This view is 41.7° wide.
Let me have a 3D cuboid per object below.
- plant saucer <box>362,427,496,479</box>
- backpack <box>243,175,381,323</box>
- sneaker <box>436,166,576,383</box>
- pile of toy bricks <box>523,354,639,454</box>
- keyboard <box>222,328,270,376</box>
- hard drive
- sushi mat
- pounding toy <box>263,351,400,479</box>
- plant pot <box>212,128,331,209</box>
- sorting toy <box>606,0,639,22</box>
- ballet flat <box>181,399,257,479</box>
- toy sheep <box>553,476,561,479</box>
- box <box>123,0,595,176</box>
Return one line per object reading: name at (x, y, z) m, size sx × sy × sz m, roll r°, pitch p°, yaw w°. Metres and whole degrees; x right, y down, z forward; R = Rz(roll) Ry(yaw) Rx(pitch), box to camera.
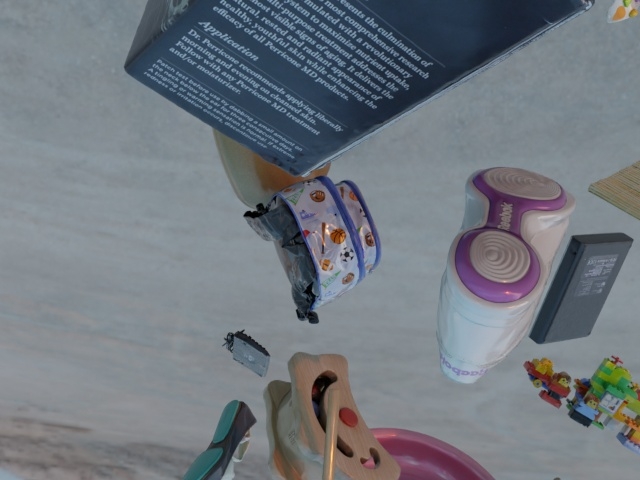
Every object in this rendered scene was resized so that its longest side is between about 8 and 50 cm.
plant saucer at (0.131, 0.422, 1.237) m, size 0.332 × 0.332 × 0.084 m, roll 9°, pitch 121°, yaw -10°
backpack at (0.000, 0.000, 1.624) m, size 0.213 × 0.277 × 0.263 m, roll -28°, pitch 175°, yaw -7°
sneaker at (0.178, 0.024, 0.864) m, size 0.114 × 0.305 × 0.152 m, roll 21°, pitch 125°, yaw 16°
pile of toy bricks at (0.419, 0.220, 1.244) m, size 0.212 × 0.105 × 0.118 m, roll 30°, pitch -171°, yaw -5°
keyboard at (-0.130, 0.195, 1.540) m, size 0.100 × 0.038 × 0.192 m, roll 32°, pitch 158°, yaw 5°
hard drive at (0.299, 0.056, 0.965) m, size 0.094 × 0.135 × 0.022 m, roll -3°, pitch -149°, yaw -35°
sushi mat at (0.727, -0.096, 1.819) m, size 0.151 × 0.019 × 0.316 m, roll -27°, pitch -154°, yaw -5°
pounding toy at (0.034, 0.242, 1.063) m, size 0.154 × 0.270 × 0.155 m, roll 24°, pitch 122°, yaw -25°
plant pot at (-0.125, -0.224, 1.749) m, size 0.237 × 0.237 × 0.254 m, roll 0°, pitch 152°, yaw 20°
sorting toy at (0.489, -0.404, 1.346) m, size 0.044 × 0.083 × 0.075 m, roll 9°, pitch 143°, yaw 32°
ballet flat at (-0.162, 0.359, 1.405) m, size 0.074 × 0.203 × 0.074 m, roll 14°, pitch 133°, yaw 15°
toy sheep at (0.371, 0.395, 1.202) m, size 0.091 × 0.132 × 0.091 m, roll -26°, pitch -177°, yaw 2°
box at (0.052, -0.406, 1.005) m, size 0.297 × 0.480 × 0.471 m, roll 30°, pitch 145°, yaw -30°
